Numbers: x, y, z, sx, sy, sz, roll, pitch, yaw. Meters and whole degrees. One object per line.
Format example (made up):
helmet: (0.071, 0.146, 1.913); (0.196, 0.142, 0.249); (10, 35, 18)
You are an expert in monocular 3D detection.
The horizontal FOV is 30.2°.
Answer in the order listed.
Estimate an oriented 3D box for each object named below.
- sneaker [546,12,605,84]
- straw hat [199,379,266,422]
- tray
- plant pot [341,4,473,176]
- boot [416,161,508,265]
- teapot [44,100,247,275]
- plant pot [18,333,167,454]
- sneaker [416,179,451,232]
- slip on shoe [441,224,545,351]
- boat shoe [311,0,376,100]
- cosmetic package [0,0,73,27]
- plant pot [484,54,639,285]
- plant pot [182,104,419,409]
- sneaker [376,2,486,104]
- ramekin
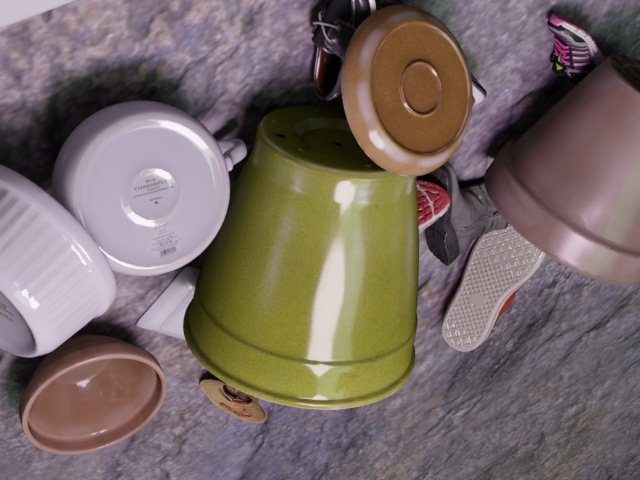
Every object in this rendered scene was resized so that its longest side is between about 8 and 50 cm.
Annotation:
sneaker: (0.399, -0.301, 1.902); (0.075, 0.063, 0.170); (-48, 144, 9)
straw hat: (-0.144, 0.267, 2.142); (0.061, 0.145, 0.144); (-61, 151, -28)
tray: (-0.168, 0.133, 2.015); (0.270, 0.030, 0.145); (22, 116, -45)
plant pot: (0.129, -0.206, 1.621); (0.236, 0.032, 0.236); (0, 90, -37)
boot: (0.254, -0.080, 2.050); (0.161, 0.083, 0.246); (-34, 143, -18)
teapot: (-0.253, -0.079, 1.622); (0.256, 0.187, 0.252); (29, 87, -27)
plant pot: (-0.377, 0.230, 1.916); (0.237, 0.109, 0.237); (-18, 138, -17)
sneaker: (0.123, -0.030, 1.982); (0.225, 0.088, 0.093); (-28, 155, 30)
slip on shoe: (0.334, 0.062, 2.225); (0.101, 0.123, 0.331); (-31, 151, -59)
boat shoe: (0.029, -0.293, 1.650); (0.079, 0.084, 0.233); (-21, 142, -20)
cosmetic package: (-0.189, -0.430, 1.282); (0.453, 0.161, 0.230); (-23, 149, -12)
plant pot: (0.472, -0.133, 1.922); (0.323, 0.323, 0.280); (4, 129, -37)
plant pot: (0.000, 0.000, 1.769); (0.367, 0.366, 0.352); (-5, 123, -29)
sneaker: (0.123, -0.229, 1.768); (0.162, 0.106, 0.281); (-41, 141, 16)
ramekin: (-0.408, 0.035, 1.544); (0.127, 0.273, 0.272); (-51, 151, -31)
